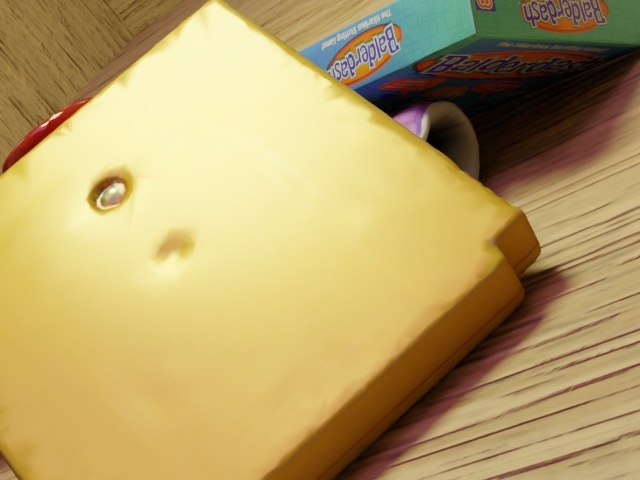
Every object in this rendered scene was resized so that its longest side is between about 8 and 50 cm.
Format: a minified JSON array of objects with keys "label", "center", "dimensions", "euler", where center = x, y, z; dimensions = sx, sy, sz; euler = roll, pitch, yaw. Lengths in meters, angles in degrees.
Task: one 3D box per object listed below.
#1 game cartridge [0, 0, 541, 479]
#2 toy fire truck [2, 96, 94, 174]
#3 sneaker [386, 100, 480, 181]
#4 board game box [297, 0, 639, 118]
[{"label":"game cartridge","center":[-0.073,0.021,0.826],"dimensions":[0.285,0.052,0.324],"euler":[-42,48,-8]},{"label":"toy fire truck","center":[-0.207,0.022,1.225],"dimensions":[0.302,0.169,0.254],"euler":[-39,-3,-3]},{"label":"sneaker","center":[0.000,-0.001,0.898],"dimensions":[0.161,0.102,0.282],"euler":[-17,27,47]},{"label":"board game box","center":[0.086,-0.121,0.970],"dimensions":[0.160,0.047,0.210],"euler":[-3,-11,-37]}]
